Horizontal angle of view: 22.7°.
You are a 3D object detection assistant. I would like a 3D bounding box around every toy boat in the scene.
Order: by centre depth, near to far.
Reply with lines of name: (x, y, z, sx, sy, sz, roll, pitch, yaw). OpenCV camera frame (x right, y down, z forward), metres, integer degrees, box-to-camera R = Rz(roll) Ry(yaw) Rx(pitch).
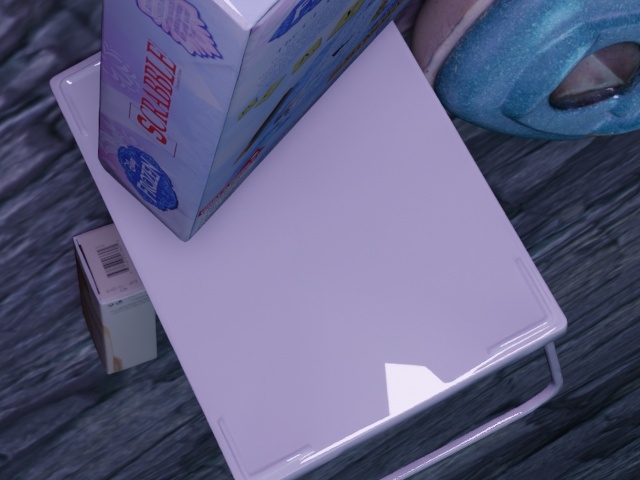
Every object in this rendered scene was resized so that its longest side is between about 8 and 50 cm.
toy boat: (0.156, -0.088, 1.085, 0.267, 0.148, 0.318, -5, 146, -40)

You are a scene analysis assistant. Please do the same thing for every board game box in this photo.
board game box: (0.035, -0.164, 0.673, 0.319, 0.066, 0.318, -48, 178, -15)

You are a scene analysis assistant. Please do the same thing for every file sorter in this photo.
file sorter: (0.000, 0.000, 0.956, 0.192, 0.278, 0.173, -28, 159, 1)

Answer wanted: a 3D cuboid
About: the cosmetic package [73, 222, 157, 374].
cosmetic package: (-0.145, 0.042, 1.138, 0.041, 0.060, 0.115, -19, 152, -15)
